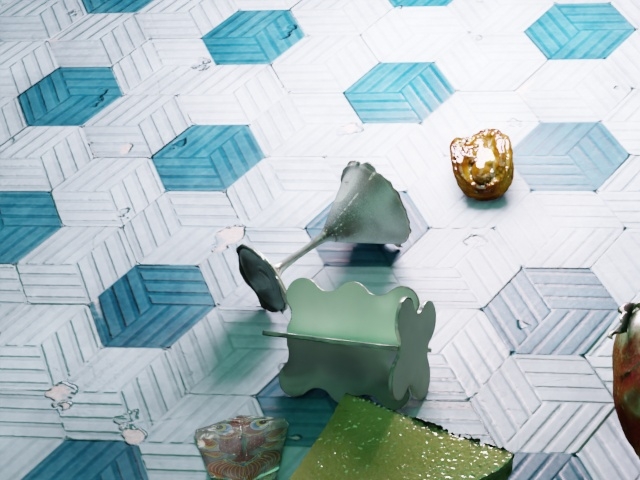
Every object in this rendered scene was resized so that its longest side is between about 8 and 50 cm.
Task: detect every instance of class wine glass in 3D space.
[{"bbox_3d":[0.000,0.000,2.169,0.232,0.156,0.156,-34,47,-22],"label":"wine glass"}]

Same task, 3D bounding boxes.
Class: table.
[{"bbox_3d":[0.036,0.137,2.007,0.198,0.167,0.166,4,42,25],"label":"table"}]

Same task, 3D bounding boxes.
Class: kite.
[{"bbox_3d":[-0.104,0.311,1.933,0.127,0.016,0.229,-8,38,5],"label":"kite"}]

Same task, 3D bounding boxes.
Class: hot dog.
[{"bbox_3d":[0.254,-0.127,2.329,0.099,0.065,0.147,-11,42,12],"label":"hot dog"}]

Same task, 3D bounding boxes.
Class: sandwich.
[{"bbox_3d":[0.089,0.318,1.862,0.245,0.063,0.212,17,51,26],"label":"sandwich"}]

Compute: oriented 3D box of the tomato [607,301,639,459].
[{"bbox_3d":[0.502,0.184,1.808,0.303,0.239,0.303,-13,32,8],"label":"tomato"}]
